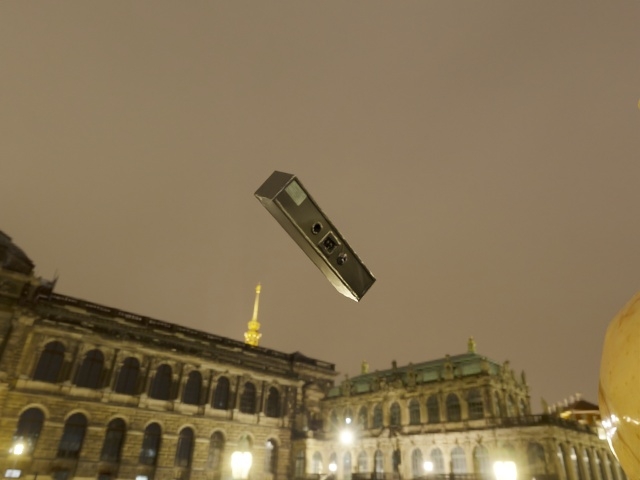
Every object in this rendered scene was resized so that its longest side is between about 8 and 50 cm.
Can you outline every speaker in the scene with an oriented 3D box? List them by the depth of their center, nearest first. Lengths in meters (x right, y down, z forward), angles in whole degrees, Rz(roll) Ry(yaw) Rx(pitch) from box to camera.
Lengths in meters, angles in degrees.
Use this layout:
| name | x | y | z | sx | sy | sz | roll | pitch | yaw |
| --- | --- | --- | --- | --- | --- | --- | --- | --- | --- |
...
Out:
| name | x | y | z | sx | sy | sz | roll | pitch | yaw |
| --- | --- | --- | --- | --- | --- | --- | --- | --- | --- |
| speaker | 0.000 | 0.000 | 0.533 | 0.046 | 0.040 | 0.191 | 22 | -23 | 51 |

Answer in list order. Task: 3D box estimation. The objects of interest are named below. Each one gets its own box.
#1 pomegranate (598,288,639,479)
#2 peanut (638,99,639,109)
| name | x | y | z | sx | sy | sz | roll | pitch | yaw |
| --- | --- | --- | --- | --- | --- | --- | --- | --- | --- |
| pomegranate | 0.461 | 0.193 | 0.450 | 0.343 | 0.342 | 0.342 | 2 | -29 | 1 |
| peanut | 0.584 | -0.213 | 0.644 | 0.100 | 0.099 | 0.214 | 27 | -3 | -37 |
